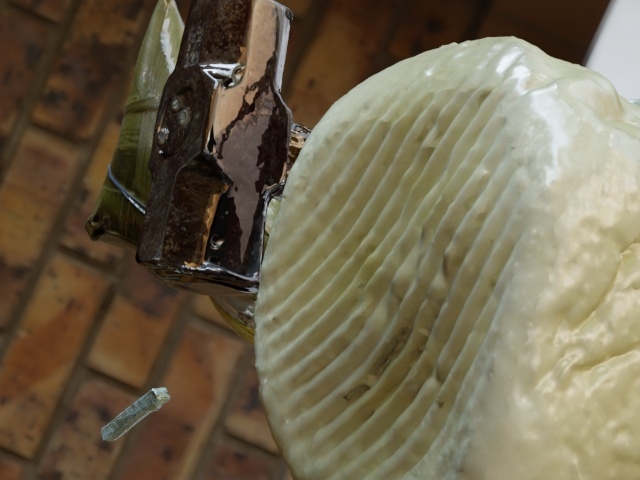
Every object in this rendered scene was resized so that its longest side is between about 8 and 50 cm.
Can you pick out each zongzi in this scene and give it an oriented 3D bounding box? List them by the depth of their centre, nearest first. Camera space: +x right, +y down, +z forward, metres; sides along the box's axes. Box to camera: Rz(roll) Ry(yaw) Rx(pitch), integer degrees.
[{"bbox_3d":[-0.097,-0.091,1.641,0.125,0.251,0.274,-6,-66,-58],"label":"zongzi"}]

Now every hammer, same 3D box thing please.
[{"bbox_3d":[0.027,-0.045,1.418,0.095,0.409,0.242,-7,72,46],"label":"hammer"}]

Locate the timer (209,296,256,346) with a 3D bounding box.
[{"bbox_3d":[-0.009,0.038,1.987,0.285,0.285,0.285,-156,90,-89],"label":"timer"}]

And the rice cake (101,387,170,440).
[{"bbox_3d":[-0.217,0.204,1.913,0.022,0.021,0.121,-2,-28,-45],"label":"rice cake"}]

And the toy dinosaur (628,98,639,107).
[{"bbox_3d":[0.368,-0.108,1.297,0.205,0.393,0.092,-32,-4,-8],"label":"toy dinosaur"}]

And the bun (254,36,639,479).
[{"bbox_3d":[0.122,0.047,1.114,0.349,0.227,0.352,-53,45,31],"label":"bun"}]
